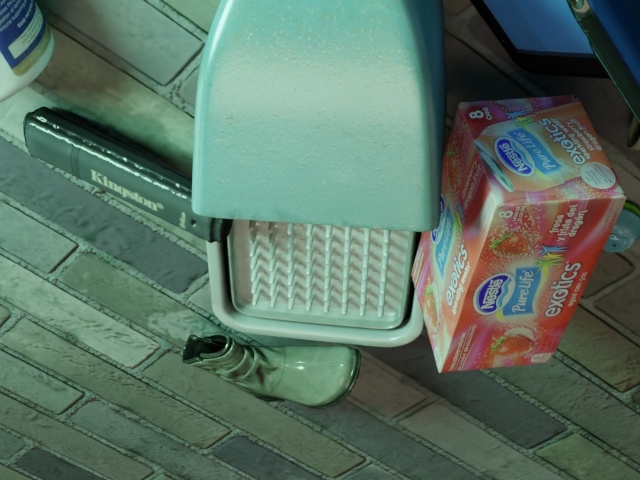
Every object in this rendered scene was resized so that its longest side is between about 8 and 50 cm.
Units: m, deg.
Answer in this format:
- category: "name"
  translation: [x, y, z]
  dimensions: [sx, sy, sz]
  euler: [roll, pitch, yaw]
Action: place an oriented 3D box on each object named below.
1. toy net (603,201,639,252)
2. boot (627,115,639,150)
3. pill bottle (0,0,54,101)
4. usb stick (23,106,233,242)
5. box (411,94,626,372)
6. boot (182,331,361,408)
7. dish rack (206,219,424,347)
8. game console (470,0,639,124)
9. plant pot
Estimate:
- category: "toy net"
  translation: [0.282, -0.048, 1.344]
  dimensions: [0.122, 0.045, 0.232]
  euler: [-27, 124, 39]
- category: "boot"
  translation: [0.428, -0.160, 1.179]
  dimensions: [0.165, 0.077, 0.213]
  euler: [13, 137, 0]
- category: "pill bottle"
  translation: [-0.394, -0.274, 1.139]
  dimensions: [0.153, 0.153, 0.264]
  euler: [-8, 134, 17]
- category: "usb stick"
  translation: [-0.231, -0.078, 1.335]
  dimensions: [0.278, 0.045, 0.077]
  euler: [26, 138, 10]
- category: "box"
  translation: [0.206, -0.001, 1.243]
  dimensions: [0.142, 0.154, 0.300]
  euler: [-4, 141, -11]
- category: "boot"
  translation: [-0.075, 0.171, 1.543]
  dimensions: [0.161, 0.083, 0.246]
  euler: [27, 154, -35]
- category: "dish rack"
  translation: [0.000, 0.000, 1.417]
  dimensions: [0.285, 0.072, 0.333]
  euler: [5, 136, 3]
- category: "game console"
  translation: [0.212, -0.186, 1.032]
  dimensions: [0.173, 0.250, 0.293]
  euler: [-21, 138, 27]
- category: "plant pot"
  translation: [0.008, -0.187, 1.109]
  dimensions: [0.247, 0.248, 0.252]
  euler: [5, 130, 5]
